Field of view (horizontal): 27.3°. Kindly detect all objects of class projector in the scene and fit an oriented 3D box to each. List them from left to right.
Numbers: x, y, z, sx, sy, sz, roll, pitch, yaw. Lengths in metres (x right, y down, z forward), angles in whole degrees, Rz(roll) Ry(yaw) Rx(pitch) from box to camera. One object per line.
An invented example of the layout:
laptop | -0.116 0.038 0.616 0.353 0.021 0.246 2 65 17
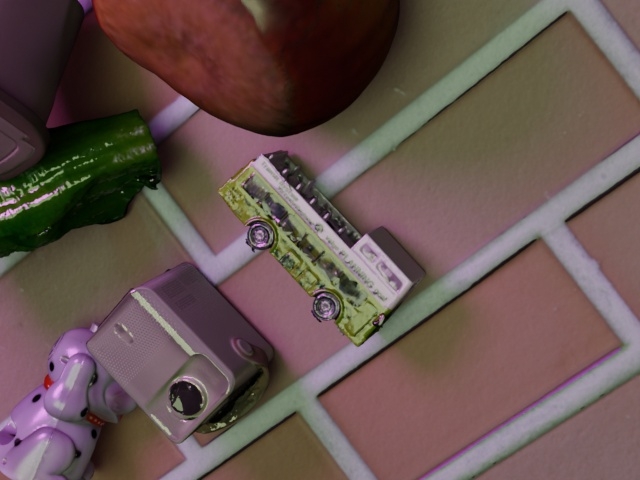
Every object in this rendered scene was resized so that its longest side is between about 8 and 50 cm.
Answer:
projector | -0.195 0.169 1.929 0.242 0.177 0.163 47 113 3

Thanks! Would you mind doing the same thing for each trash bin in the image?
trash bin | -0.452 -0.243 1.791 0.220 0.250 0.219 37 140 -28

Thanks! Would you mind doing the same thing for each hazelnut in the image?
hazelnut | -0.095 -0.326 1.720 0.409 0.359 0.359 40 111 11

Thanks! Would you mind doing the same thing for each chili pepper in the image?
chili pepper | -0.408 -0.076 1.917 0.385 0.213 0.167 -23 91 4

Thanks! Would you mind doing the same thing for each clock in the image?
clock | -0.380 0.249 2.028 0.189 0.189 0.254 29 94 10

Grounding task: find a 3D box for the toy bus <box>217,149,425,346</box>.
toy bus | 0.000 0.000 1.867 0.302 0.113 0.139 47 107 5
